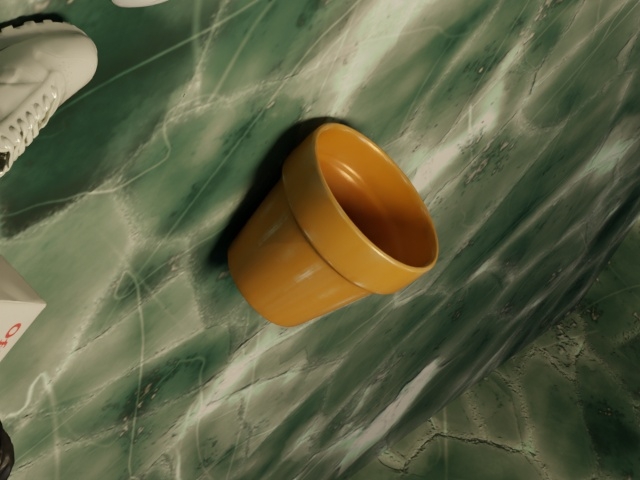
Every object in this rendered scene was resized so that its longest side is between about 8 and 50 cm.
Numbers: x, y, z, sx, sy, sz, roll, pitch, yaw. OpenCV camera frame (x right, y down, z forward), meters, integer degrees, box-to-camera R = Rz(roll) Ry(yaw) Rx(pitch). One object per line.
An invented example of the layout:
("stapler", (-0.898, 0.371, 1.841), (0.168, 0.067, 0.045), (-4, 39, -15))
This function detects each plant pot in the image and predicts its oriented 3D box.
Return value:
("plant pot", (0.000, 0.000, 1.736), (0.188, 0.205, 0.205), (-38, 167, 27))

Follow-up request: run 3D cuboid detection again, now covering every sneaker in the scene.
("sneaker", (-0.248, -0.092, 1.122), (0.235, 0.095, 0.090), (-32, 155, -41))

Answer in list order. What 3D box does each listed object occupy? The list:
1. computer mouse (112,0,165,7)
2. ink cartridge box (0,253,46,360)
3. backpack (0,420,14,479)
("computer mouse", (-0.095, -0.255, 1.200), (0.193, 0.042, 0.106), (-51, 162, 13))
("ink cartridge box", (-0.352, 0.048, 1.062), (0.171, 0.168, 0.232), (-49, 162, 9))
("backpack", (-0.397, 0.244, 1.463), (0.182, 0.115, 0.152), (-19, 150, -50))
